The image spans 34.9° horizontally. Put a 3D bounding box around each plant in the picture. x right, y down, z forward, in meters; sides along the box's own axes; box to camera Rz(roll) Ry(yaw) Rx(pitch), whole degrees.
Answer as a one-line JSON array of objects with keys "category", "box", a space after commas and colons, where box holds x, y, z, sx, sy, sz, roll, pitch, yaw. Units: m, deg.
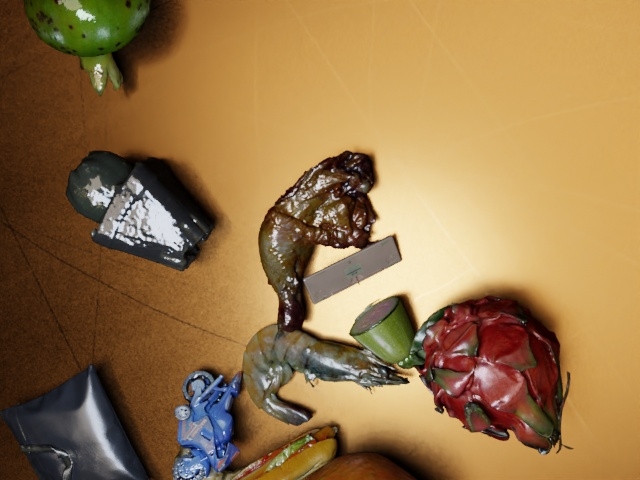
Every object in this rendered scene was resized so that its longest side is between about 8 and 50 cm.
[{"category": "plant", "box": [-0.310, -0.055, 1.739, 0.256, 0.142, 0.164, 35, 103, -3]}]

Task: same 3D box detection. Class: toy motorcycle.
[{"category": "toy motorcycle", "box": [-0.190, 0.321, 1.741, 0.114, 0.076, 0.205, 2, 64, 4]}]

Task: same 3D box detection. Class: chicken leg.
[{"category": "chicken leg", "box": [-0.012, -0.006, 1.695, 0.177, 0.083, 0.322, 41, 96, -7]}]

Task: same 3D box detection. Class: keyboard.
[{"category": "keyboard", "box": [0.053, 0.049, 1.682, 0.165, 0.017, 0.055, -26, 112, -8]}]

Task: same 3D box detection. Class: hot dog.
[{"category": "hot dog", "box": [-0.066, 0.379, 1.705, 0.235, 0.092, 0.062, -31, 106, -21]}]

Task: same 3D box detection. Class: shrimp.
[{"category": "shrimp", "box": [0.000, 0.246, 1.733, 0.296, 0.058, 0.169, 14, 103, 17]}]

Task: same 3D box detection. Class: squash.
[{"category": "squash", "box": [0.124, 0.171, 1.685, 0.105, 0.105, 0.132, -34, 104, 15]}]

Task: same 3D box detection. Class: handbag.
[{"category": "handbag", "box": [-0.443, 0.377, 1.839, 0.211, 0.088, 0.254, -26, 92, 13]}]

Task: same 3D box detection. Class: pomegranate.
[{"category": "pomegranate", "box": [-0.387, -0.375, 1.702, 0.211, 0.211, 0.263, 8, 120, 13]}]

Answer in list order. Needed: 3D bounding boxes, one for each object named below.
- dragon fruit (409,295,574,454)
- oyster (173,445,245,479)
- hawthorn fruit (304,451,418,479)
[{"category": "dragon fruit", "box": [0.278, 0.217, 1.576, 0.234, 0.234, 0.293, -40, 81, 14]}, {"category": "oyster", "box": [-0.164, 0.496, 1.760, 0.110, 0.166, 0.341, -18, 74, 24]}, {"category": "hawthorn fruit", "box": [0.066, 0.506, 1.590, 0.284, 0.369, 0.285, -1, 108, -2]}]
